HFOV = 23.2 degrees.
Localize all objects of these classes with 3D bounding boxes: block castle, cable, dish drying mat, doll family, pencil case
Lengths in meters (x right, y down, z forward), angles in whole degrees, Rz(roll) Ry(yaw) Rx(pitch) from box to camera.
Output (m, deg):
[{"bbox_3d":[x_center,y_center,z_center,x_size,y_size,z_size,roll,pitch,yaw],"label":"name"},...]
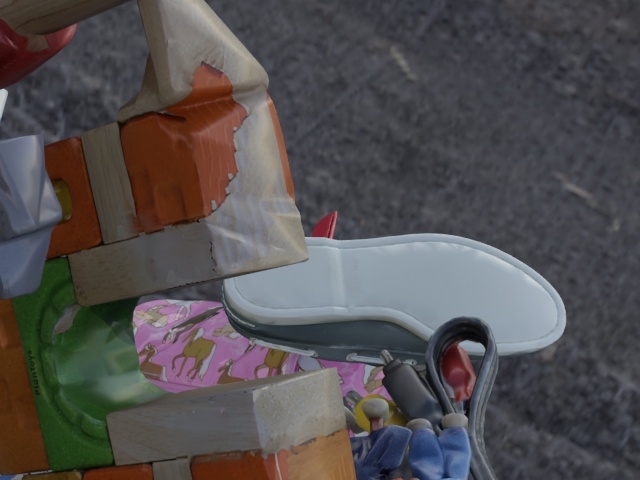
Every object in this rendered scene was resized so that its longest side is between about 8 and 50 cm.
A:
[{"bbox_3d":[-0.174,0.068,0.670,0.303,0.213,0.453,-11,89,-46],"label":"block castle"},{"bbox_3d":[0.115,0.162,1.246,0.139,0.072,0.287,-33,36,2],"label":"cable"},{"bbox_3d":[0.000,0.000,1.513,0.008,0.032,0.083,43,27,-18],"label":"dish drying mat"},{"bbox_3d":[0.016,0.162,0.923,0.193,0.076,0.111,-21,40,20],"label":"doll family"},{"bbox_3d":[-0.076,0.143,1.652,0.160,0.386,0.167,38,68,-32],"label":"pencil case"}]

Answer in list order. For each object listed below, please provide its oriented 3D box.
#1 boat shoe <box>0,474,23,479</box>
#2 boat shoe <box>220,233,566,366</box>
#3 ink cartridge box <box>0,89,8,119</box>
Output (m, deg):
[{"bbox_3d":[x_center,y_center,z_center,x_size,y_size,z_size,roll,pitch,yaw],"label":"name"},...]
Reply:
[{"bbox_3d":[-0.212,0.122,0.982,0.066,0.183,0.066,30,24,-15],"label":"boat shoe"},{"bbox_3d":[0.065,0.063,1.451,0.320,0.099,0.116,6,60,-8],"label":"boat shoe"},{"bbox_3d":[-0.402,-0.047,1.586,0.078,0.231,0.134,23,29,-17],"label":"ink cartridge box"}]
